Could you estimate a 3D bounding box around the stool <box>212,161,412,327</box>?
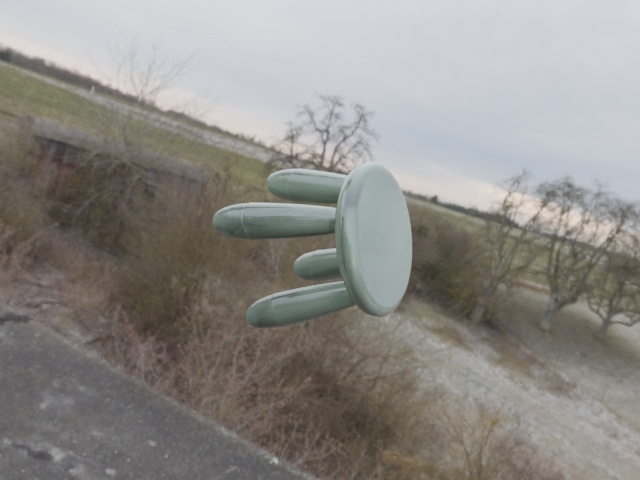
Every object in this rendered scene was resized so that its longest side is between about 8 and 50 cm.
[{"bbox_3d":[0.000,0.000,0.779,0.199,0.195,0.195,-2,25,29],"label":"stool"}]
